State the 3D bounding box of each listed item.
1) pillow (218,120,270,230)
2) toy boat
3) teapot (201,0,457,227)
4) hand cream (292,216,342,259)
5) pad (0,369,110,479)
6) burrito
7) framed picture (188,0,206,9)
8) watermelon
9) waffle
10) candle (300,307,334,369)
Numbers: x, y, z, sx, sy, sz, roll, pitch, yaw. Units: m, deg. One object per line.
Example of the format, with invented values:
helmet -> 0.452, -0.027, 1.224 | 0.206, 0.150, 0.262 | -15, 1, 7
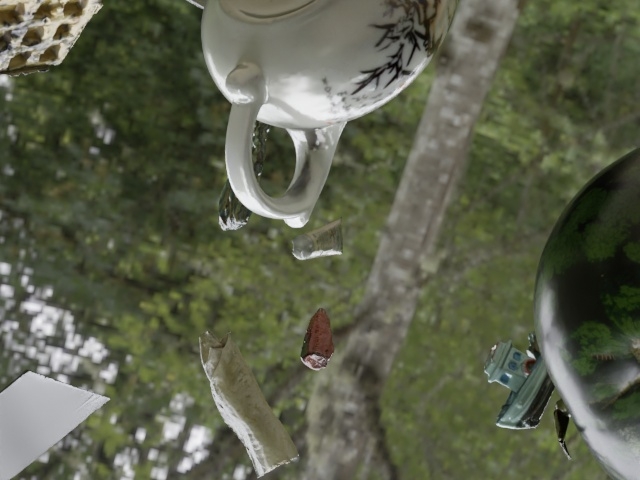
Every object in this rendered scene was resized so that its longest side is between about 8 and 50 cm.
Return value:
pillow -> -0.107, -0.140, 2.022 | 0.034, 0.256, 0.189 | 11, 176, -13
toy boat -> 0.187, 0.112, 1.242 | 0.066, 0.059, 0.140 | 27, -121, 1
teapot -> 0.002, -0.159, 1.051 | 0.208, 0.300, 0.166 | 18, 169, 29
hand cream -> 0.000, 0.000, 2.143 | 0.039, 0.061, 0.143 | 0, -173, 28
pad -> -0.374, 0.234, 1.622 | 0.005, 0.202, 0.300 | 51, 180, 15
burrito -> -0.097, 0.216, 1.749 | 0.060, 0.226, 0.087 | -33, -162, -22
framed picture -> -0.095, -0.429, 1.583 | 0.240, 0.324, 0.020 | 30, 178, -10
watermelon -> 0.272, 0.055, 0.916 | 0.269, 0.269, 0.269 | 14, -156, -7
waffle -> -0.413, -0.372, 1.904 | 0.261, 0.376, 0.114 | -21, -107, -46
candle -> -0.001, 0.160, 2.242 | 0.053, 0.048, 0.162 | -9, -151, 10
